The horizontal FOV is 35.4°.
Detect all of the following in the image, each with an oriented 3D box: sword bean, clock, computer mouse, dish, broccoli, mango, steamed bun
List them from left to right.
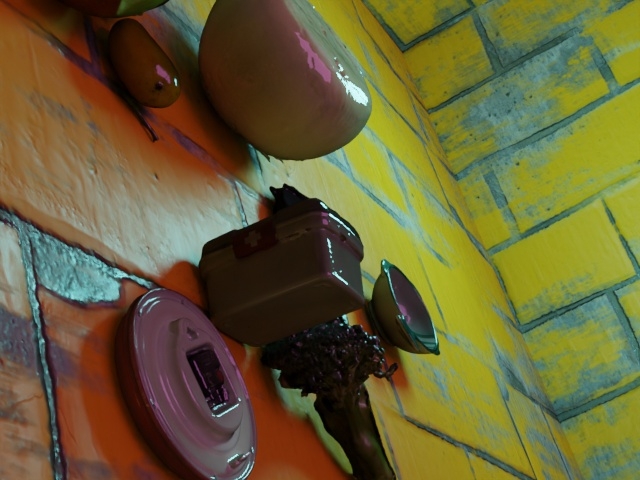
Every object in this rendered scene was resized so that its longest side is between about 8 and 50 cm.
[{"bbox_3d":[-0.255,-0.176,1.421,0.083,0.012,0.012,55,18,-15],"label":"sword bean"},{"bbox_3d":[-0.256,-0.256,1.434,0.161,0.076,0.103,60,12,27],"label":"mango"},{"bbox_3d":[-0.143,0.166,1.138,0.244,0.056,0.244,53,19,-26],"label":"clock"},{"bbox_3d":[-0.085,-0.289,1.726,0.334,0.233,0.312,58,17,20],"label":"steamed bun"},{"bbox_3d":[0.000,0.000,1.780,0.264,0.088,0.147,53,16,-19],"label":"computer mouse"},{"bbox_3d":[0.034,0.243,1.446,0.165,0.145,0.304,17,-44,57],"label":"broccoli"},{"bbox_3d":[0.151,0.154,1.979,0.224,0.078,0.246,59,16,-10],"label":"dish"}]

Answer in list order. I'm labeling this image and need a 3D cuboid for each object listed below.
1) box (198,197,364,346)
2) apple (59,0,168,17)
[{"bbox_3d":[-0.049,0.047,1.344,0.148,0.210,0.129,38,36,-51],"label":"box"},{"bbox_3d":[-0.258,-0.474,1.397,0.374,0.374,0.384,30,65,-60],"label":"apple"}]
